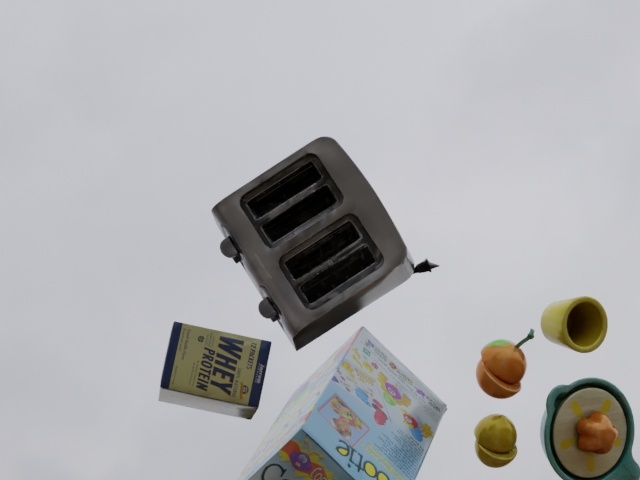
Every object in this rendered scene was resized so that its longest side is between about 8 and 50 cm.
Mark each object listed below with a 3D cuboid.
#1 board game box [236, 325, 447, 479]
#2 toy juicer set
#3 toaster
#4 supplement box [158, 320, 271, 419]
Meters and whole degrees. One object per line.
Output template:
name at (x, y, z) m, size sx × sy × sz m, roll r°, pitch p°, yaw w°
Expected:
board game box at (0.021, 0.237, 1.727) m, size 0.144 × 0.275 × 0.142 m, roll 44°, pitch -66°, yaw -2°
toy juicer set at (0.293, 0.248, 1.878) m, size 0.209 × 0.329 × 0.089 m, roll -22°, pitch 11°, yaw -26°
toaster at (0.000, 0.000, 1.613) m, size 0.185 × 0.168 × 0.110 m, roll -32°, pitch -11°, yaw 0°
supplement box at (-0.088, 0.108, 1.281) m, size 0.083 × 0.056 × 0.083 m, roll 12°, pitch -15°, yaw -4°
